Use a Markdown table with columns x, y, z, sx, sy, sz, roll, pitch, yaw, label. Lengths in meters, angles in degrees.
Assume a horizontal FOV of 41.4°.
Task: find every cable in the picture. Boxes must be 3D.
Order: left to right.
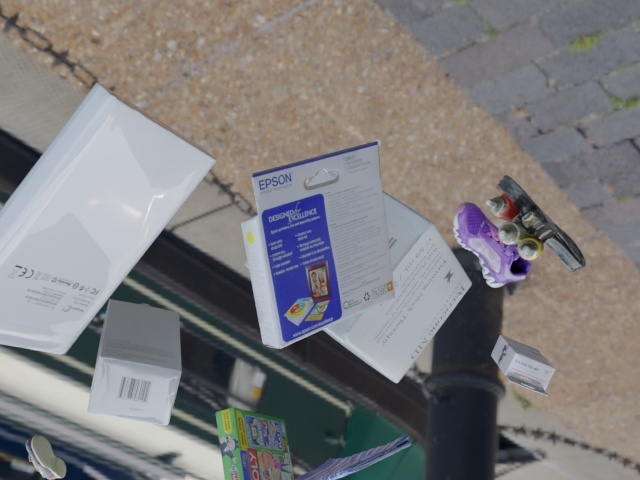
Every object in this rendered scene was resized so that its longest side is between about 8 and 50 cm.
| x | y | z | sx | sy | sz | roll | pitch | yaw | label |
| --- | --- | --- | --- | --- | --- | --- | --- | --- | --- |
| 0.334 | -0.015 | 1.336 | 0.072 | 0.139 | 0.287 | -37 | 153 | 17 | cable |

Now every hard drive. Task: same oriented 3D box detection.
| x | y | z | sx | sy | sz | roll | pitch | yaw | label |
| --- | --- | --- | --- | --- | --- | --- | --- | --- | --- |
| -0.312 | -0.012 | 1.099 | 0.047 | 0.353 | 0.233 | 42 | -174 | 28 | hard drive |

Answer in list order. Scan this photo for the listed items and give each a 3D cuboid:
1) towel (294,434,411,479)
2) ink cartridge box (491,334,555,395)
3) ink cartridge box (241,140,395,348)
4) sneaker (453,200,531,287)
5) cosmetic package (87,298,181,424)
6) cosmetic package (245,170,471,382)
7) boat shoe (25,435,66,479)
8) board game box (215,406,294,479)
| x | y | z | sx | sy | sz | roll | pitch | yaw | label |
| --- | --- | --- | --- | --- | --- | --- | --- | --- | --- |
| 0.047 | 0.581 | 2.172 | 0.243 | 0.040 | 0.336 | -13 | 165 | -43 | towel |
| 0.473 | 0.288 | 1.967 | 0.104 | 0.061 | 0.181 | 22 | -171 | -6 | ink cartridge box |
| 0.000 | 0.000 | 1.516 | 0.304 | 0.307 | 0.072 | -19 | -165 | -39 | ink cartridge box |
| 0.374 | 0.006 | 1.814 | 0.105 | 0.095 | 0.236 | 0 | 137 | 51 | sneaker |
| -0.453 | 0.290 | 2.095 | 0.197 | 0.155 | 0.365 | 12 | -167 | -12 | cosmetic package |
| 0.103 | 0.081 | 2.020 | 0.327 | 0.329 | 0.394 | 34 | 174 | 31 | cosmetic package |
| -0.540 | 0.422 | 1.641 | 0.043 | 0.049 | 0.137 | -4 | 139 | 11 | boat shoe |
| -0.111 | 0.495 | 1.645 | 0.046 | 0.317 | 0.213 | -19 | 156 | 18 | board game box |
